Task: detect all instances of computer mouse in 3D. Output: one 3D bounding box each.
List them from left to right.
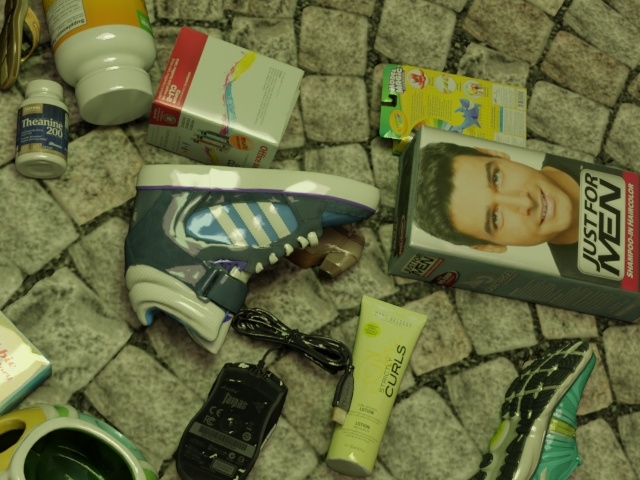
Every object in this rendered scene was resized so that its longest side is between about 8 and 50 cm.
[{"bbox_3d":[-0.062,0.220,1.341,0.184,0.060,0.262,17,55,4],"label":"computer mouse"}]

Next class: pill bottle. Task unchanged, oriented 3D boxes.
[{"bbox_3d":[-0.366,-0.148,1.407,0.067,0.067,0.120,2,69,-14],"label":"pill bottle"},{"bbox_3d":[-0.298,-0.287,1.441,0.136,0.136,0.246,-10,72,-18],"label":"pill bottle"}]

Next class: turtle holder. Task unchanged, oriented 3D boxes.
[{"bbox_3d":[-0.305,0.269,1.146,0.243,0.227,0.320,-23,70,-39],"label":"turtle holder"}]

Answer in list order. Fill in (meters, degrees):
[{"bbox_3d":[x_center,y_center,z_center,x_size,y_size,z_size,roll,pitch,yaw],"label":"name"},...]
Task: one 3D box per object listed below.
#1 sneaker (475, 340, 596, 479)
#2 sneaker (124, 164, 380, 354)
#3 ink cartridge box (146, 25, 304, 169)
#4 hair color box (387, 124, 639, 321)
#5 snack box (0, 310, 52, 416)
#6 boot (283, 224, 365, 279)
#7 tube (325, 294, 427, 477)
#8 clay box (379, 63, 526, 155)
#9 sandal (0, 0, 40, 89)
[{"bbox_3d":[0.296,0.257,1.414,0.110,0.107,0.275,38,68,-19],"label":"sneaker"},{"bbox_3d":[-0.089,0.029,1.370,0.322,0.130,0.236,4,88,-9],"label":"sneaker"},{"bbox_3d":[-0.129,-0.180,1.446,0.176,0.128,0.127,19,66,-6],"label":"ink cartridge box"},{"bbox_3d":[0.294,-0.020,1.499,0.374,0.113,0.185,11,67,-9],"label":"hair color box"},{"bbox_3d":[-0.500,0.103,1.278,0.322,0.060,0.187,45,66,6],"label":"snack box"},{"bbox_3d":[0.000,0.000,1.461,0.118,0.042,0.087,34,56,4],"label":"boot"},{"bbox_3d":[0.067,0.186,1.393,0.070,0.062,0.240,42,54,-34],"label":"tube"},{"bbox_3d":[0.191,-0.178,1.568,0.222,0.053,0.128,9,67,-9],"label":"clay box"},{"bbox_3d":[-0.407,-0.288,1.460,0.049,0.072,0.180,17,59,-31],"label":"sandal"}]
